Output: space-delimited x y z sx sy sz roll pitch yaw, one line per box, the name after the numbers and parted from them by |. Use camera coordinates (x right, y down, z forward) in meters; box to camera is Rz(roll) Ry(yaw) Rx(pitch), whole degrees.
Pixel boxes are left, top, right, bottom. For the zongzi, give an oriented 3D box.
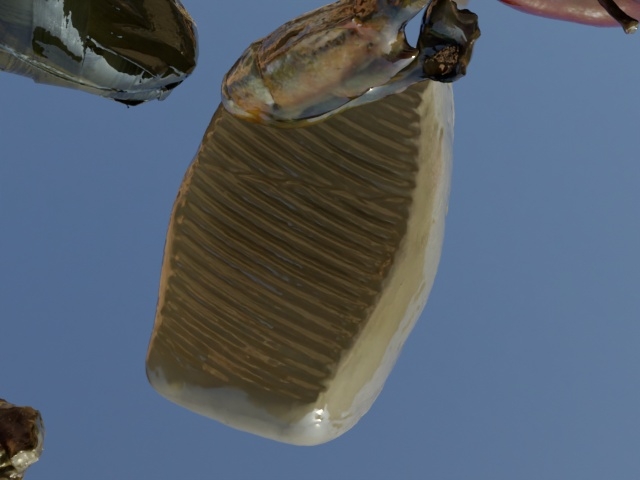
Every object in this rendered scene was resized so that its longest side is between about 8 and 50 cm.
-0.208 -0.245 1.319 0.250 0.274 0.125 10 -120 -25 | zongzi

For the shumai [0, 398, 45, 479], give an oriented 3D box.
-0.341 0.199 1.403 0.123 0.105 0.139 44 -179 3 | shumai

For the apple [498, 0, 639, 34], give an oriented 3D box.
0.179 -0.297 0.905 0.288 0.288 0.317 4 -89 -20 | apple

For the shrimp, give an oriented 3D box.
0.035 -0.113 0.862 0.145 0.254 0.059 -2 -102 -36 | shrimp

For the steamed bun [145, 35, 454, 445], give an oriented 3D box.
0.000 0.004 1.321 0.247 0.236 0.384 13 -97 20 | steamed bun
